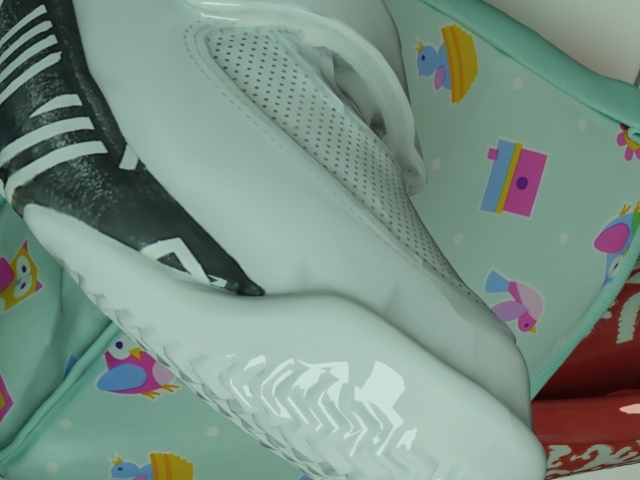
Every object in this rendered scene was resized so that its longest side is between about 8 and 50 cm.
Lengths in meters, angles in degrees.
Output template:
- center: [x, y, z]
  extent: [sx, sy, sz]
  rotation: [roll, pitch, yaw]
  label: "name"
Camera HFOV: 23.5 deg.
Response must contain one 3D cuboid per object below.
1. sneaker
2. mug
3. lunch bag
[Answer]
- center: [-0.013, -0.093, 0.455]
  extent: [0.210, 0.366, 0.137]
  rotation: [-42, 144, 0]
  label: "sneaker"
- center: [0.125, 0.066, 0.790]
  extent: [0.169, 0.113, 0.150]
  rotation: [-11, 161, -12]
  label: "mug"
- center: [0.000, 0.000, 0.658]
  extent: [0.223, 0.160, 0.262]
  rotation: [25, 117, -36]
  label: "lunch bag"
